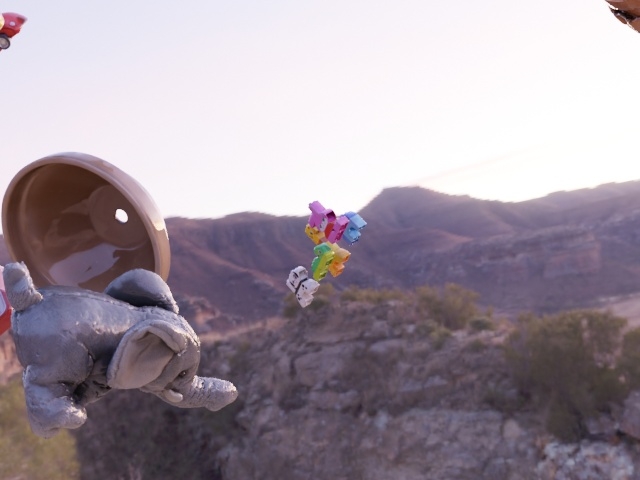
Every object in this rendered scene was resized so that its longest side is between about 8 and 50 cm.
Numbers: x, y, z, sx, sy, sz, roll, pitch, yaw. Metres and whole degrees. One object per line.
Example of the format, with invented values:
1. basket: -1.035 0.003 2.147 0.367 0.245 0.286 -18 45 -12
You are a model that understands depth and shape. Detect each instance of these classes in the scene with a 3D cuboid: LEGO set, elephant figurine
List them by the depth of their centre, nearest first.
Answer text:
1. elephant figurine: -0.211 0.116 0.806 0.239 0.169 0.186 -10 -21 -23
2. LEGO set: 0.000 0.000 1.196 0.087 0.093 0.227 -28 -25 -36

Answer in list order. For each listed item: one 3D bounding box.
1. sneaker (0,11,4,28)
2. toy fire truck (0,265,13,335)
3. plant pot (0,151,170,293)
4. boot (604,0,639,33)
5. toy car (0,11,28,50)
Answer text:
1. sneaker: -0.479 -0.313 0.925 0.088 0.225 0.092 -48 -41 0
2. toy fire truck: -0.771 0.160 1.477 0.302 0.254 0.169 -40 -36 1
3. plant pot: -0.294 -0.014 0.959 0.237 0.237 0.110 -12 19 23
4. boot: 0.264 -0.162 0.520 0.152 0.197 0.073 20 -62 -30
5. toy car: -0.525 -0.219 0.998 0.239 0.225 0.053 -9 -42 47
